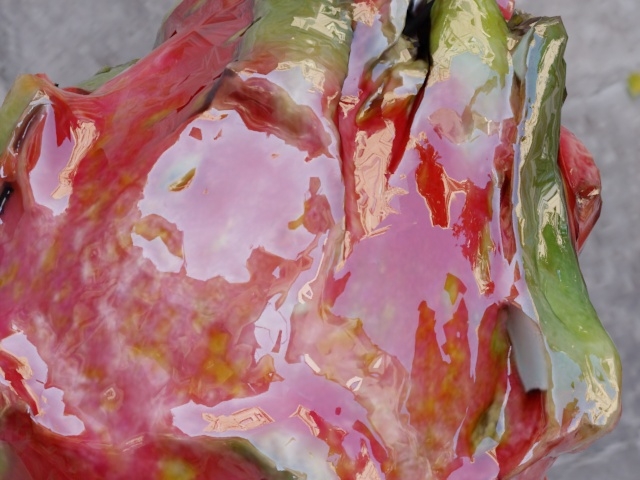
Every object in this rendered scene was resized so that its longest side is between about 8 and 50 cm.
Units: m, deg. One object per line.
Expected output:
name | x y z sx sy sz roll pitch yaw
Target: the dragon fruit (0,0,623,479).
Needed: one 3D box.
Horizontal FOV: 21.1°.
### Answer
dragon fruit | -0.025 0.042 0.575 0.231 0.237 0.303 18 100 2
